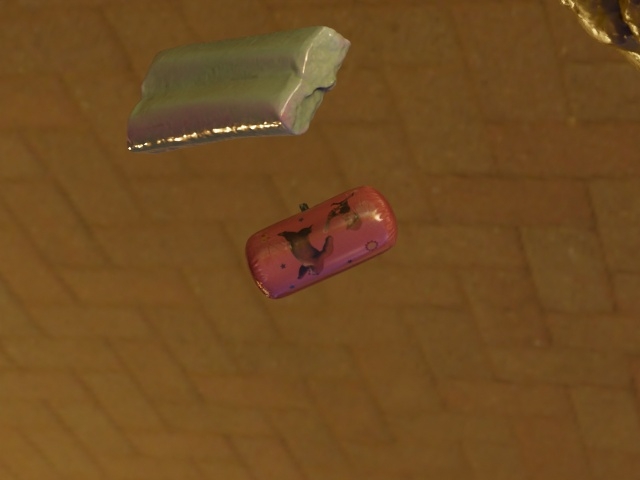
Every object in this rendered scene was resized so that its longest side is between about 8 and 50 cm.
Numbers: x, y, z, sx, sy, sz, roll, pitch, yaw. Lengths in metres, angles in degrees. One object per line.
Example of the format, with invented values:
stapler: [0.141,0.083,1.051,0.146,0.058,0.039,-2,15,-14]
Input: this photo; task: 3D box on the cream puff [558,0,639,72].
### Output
cream puff: [0.321,-0.252,1.187,0.291,0.257,0.324,-4,124,-6]

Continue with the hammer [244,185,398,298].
hammer: [0.000,0.000,0.819,0.083,0.043,0.043,-25,140,4]

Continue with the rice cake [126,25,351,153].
rice cake: [-0.066,-0.103,1.087,0.042,0.080,0.222,33,161,-32]
